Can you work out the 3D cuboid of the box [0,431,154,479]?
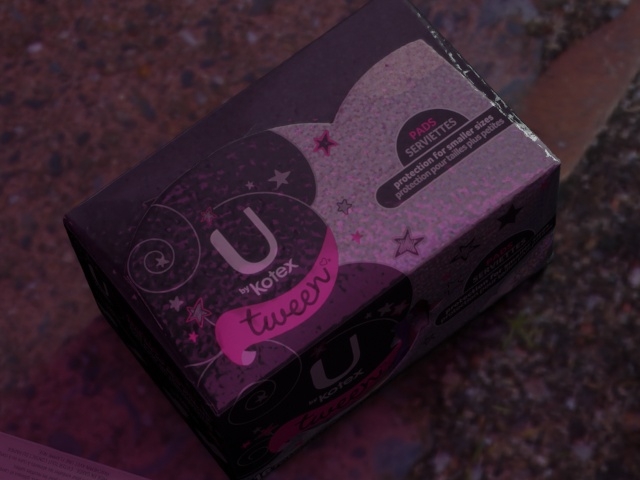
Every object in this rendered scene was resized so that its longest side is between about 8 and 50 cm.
[{"bbox_3d":[-0.135,0.165,1.107,0.324,0.063,0.067,15,68,12],"label":"box"}]

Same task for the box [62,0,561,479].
[{"bbox_3d":[0.000,0.000,1.129,0.247,0.142,0.163,-36,67,-11],"label":"box"}]
